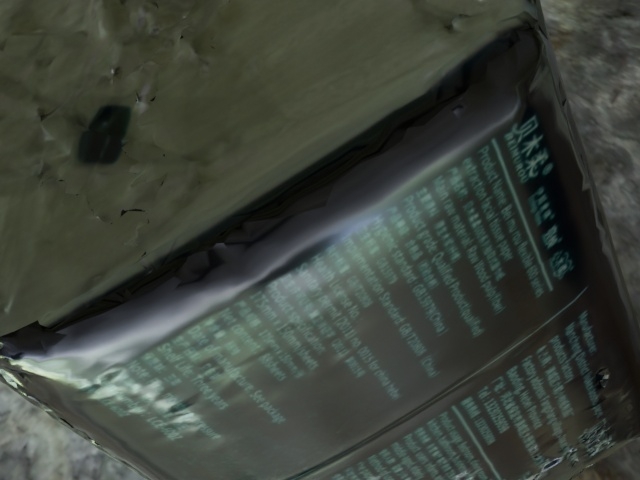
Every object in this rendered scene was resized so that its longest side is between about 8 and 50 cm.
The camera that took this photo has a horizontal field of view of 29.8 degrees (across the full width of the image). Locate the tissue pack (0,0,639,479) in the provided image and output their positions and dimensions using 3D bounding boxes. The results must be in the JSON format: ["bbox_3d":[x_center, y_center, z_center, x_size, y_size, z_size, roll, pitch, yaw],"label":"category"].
[{"bbox_3d":[0.000,0.000,0.627,0.264,0.416,0.253,-33,-123,4],"label":"tissue pack"}]
